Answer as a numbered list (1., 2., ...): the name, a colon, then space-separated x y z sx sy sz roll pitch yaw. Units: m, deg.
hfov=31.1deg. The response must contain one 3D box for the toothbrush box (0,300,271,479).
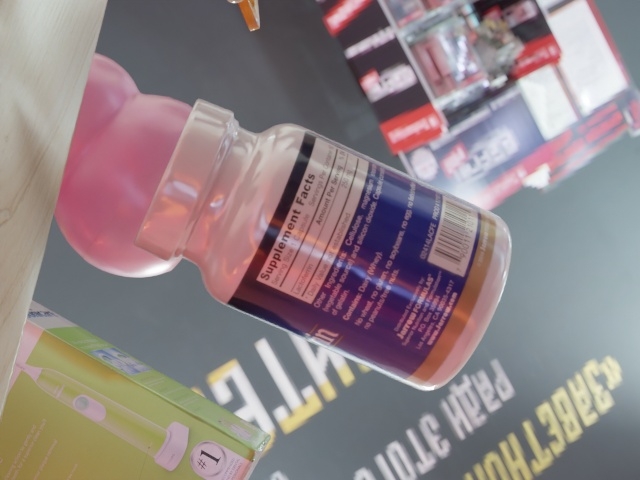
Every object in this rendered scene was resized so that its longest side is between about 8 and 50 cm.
1. toothbrush box: -0.221 0.210 1.079 0.206 0.283 0.122 -62 176 0

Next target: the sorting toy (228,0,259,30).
1. sorting toy: -0.096 -0.338 1.019 0.047 0.196 0.347 -15 147 8

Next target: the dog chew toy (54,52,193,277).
1. dog chew toy: -0.261 -0.110 1.264 0.206 0.332 0.206 -51 -174 8

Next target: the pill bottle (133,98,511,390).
1. pill bottle: 0.000 0.000 0.895 0.153 0.265 0.153 -156 -90 -83

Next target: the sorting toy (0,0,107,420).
1. sorting toy: -0.175 -0.088 0.334 0.089 0.255 0.257 -5 -122 19
